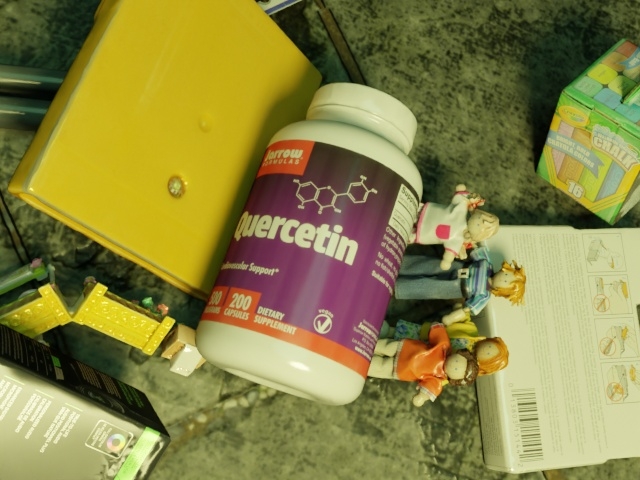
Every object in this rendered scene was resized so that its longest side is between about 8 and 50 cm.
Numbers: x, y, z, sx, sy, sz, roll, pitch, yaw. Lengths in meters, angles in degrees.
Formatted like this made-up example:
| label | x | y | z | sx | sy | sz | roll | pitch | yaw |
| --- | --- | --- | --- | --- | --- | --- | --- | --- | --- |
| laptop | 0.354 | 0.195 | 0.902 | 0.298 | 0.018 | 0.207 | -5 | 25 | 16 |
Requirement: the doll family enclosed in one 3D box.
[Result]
| label | x | y | z | sx | sy | sz | roll | pitch | yaw |
| --- | --- | --- | --- | --- | --- | --- | --- | --- | --- |
| doll family | 0.152 | 0.072 | 0.831 | 0.163 | 0.118 | 0.262 | 3 | 68 | 27 |

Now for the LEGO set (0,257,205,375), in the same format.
| label | x | y | z | sx | sy | sz | roll | pitch | yaw |
| --- | --- | --- | --- | --- | --- | --- | --- | --- | --- |
| LEGO set | -0.262 | 0.082 | 0.758 | 0.287 | 0.107 | 0.132 | -6 | 114 | -21 |

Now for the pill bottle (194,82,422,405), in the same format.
| label | x | y | z | sx | sy | sz | roll | pitch | yaw |
| --- | --- | --- | --- | --- | --- | --- | --- | --- | --- |
| pill bottle | 0.000 | 0.000 | 0.765 | 0.182 | 0.181 | 0.322 | 21 | 74 | -10 |

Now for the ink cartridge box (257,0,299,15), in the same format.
| label | x | y | z | sx | sy | sz | roll | pitch | yaw |
| --- | --- | --- | --- | --- | --- | --- | --- | --- | --- |
| ink cartridge box | -0.152 | -0.409 | 0.902 | 0.165 | 0.065 | 0.332 | -30 | 85 | -20 |

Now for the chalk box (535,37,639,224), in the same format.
| label | x | y | z | sx | sy | sz | roll | pitch | yaw |
| --- | --- | --- | --- | --- | --- | --- | --- | --- | --- |
| chalk box | 0.379 | -0.151 | 0.892 | 0.132 | 0.213 | 0.132 | -38 | 62 | -21 |

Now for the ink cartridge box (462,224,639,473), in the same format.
| label | x | y | z | sx | sy | sz | roll | pitch | yaw |
| --- | --- | --- | --- | --- | --- | --- | --- | --- | --- |
| ink cartridge box | 0.323 | 0.130 | 0.905 | 0.261 | 0.066 | 0.296 | 0 | 78 | -16 |

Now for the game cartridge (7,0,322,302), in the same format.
| label | x | y | z | sx | sy | sz | roll | pitch | yaw |
| --- | --- | --- | --- | --- | --- | --- | --- | --- | --- |
| game cartridge | -0.139 | -0.126 | 0.766 | 0.285 | 0.053 | 0.323 | 39 | 63 | -45 |

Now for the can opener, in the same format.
| label | x | y | z | sx | sy | sz | roll | pitch | yaw |
| --- | --- | --- | --- | --- | --- | --- | --- | --- | --- |
| can opener | -0.269 | -0.163 | 0.793 | 0.284 | 0.095 | 0.075 | 2 | 76 | -22 |

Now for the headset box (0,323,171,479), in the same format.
| label | x | y | z | sx | sy | sz | roll | pitch | yaw |
| --- | --- | --- | --- | --- | --- | --- | --- | --- | --- |
| headset box | -0.307 | 0.209 | 0.620 | 0.283 | 0.131 | 0.246 | 35 | 82 | -25 |
